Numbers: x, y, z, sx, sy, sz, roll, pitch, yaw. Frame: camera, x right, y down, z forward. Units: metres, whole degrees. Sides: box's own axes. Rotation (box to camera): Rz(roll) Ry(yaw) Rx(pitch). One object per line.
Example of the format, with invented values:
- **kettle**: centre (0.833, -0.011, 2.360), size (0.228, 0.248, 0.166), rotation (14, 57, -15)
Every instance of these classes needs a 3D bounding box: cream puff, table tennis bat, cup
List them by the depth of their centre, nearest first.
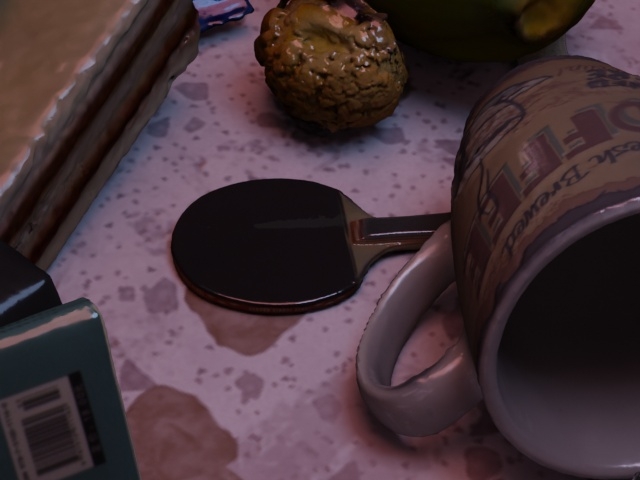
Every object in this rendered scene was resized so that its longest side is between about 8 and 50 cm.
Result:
- **cup**: centre (0.156, 0.017, 1.225), size (0.301, 0.227, 0.257), rotation (-29, 33, 8)
- **table tennis bat**: centre (0.000, 0.000, 1.327), size (0.220, 0.019, 0.130), rotation (-4, 47, -6)
- **cream puff**: centre (0.010, -0.138, 1.399), size (0.104, 0.119, 0.133), rotation (-44, 40, -9)

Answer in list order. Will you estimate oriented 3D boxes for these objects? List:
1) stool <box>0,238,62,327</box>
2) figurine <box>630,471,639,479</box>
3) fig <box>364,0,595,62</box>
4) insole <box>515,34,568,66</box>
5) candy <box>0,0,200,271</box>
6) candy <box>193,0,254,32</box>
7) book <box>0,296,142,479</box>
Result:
- **stool**: centre (-0.239, 0.088, 1.086), size (0.232, 0.232, 0.141), rotation (36, 54, 27)
- **figurine**: centre (0.258, 0.195, 1.083), size (0.183, 0.128, 0.208), rotation (17, 42, 9)
- **fig**: centre (0.120, -0.243, 1.420), size (0.239, 0.239, 0.271), rotation (-6, 41, -10)
- **insole**: centre (0.182, -0.181, 1.525), size (0.063, 0.010, 0.192), rotation (0, 45, -5)
- **candy**: centre (-0.231, -0.110, 1.313), size (0.179, 0.135, 0.321), rotation (20, 59, 16)
- **candy**: centre (-0.210, -0.274, 1.543), size (0.187, 0.077, 0.331), rotation (-20, 53, -20)
- **book**: centre (-0.262, 0.210, 0.951), size (0.379, 0.264, 0.031), rotation (-18, 17, -21)
